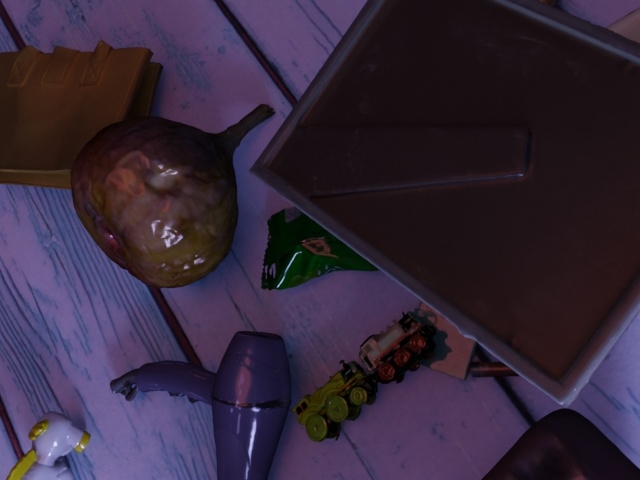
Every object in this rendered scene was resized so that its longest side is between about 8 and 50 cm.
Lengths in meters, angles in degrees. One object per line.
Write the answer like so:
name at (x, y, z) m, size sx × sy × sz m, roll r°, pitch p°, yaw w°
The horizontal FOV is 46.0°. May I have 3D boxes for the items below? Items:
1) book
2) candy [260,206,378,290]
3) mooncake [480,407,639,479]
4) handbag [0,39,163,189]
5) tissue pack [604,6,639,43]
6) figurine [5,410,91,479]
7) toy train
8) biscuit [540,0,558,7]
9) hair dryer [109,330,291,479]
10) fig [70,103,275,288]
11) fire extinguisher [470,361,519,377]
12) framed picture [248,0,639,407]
book at (0.180, 0.121, 1.084) m, size 0.103 × 0.017 × 0.135 m, roll 17°, pitch 86°, yaw 27°
candy at (-0.001, 0.000, 1.168) m, size 0.203 × 0.078 × 0.141 m, roll -15°, pitch 72°, yaw 16°
mooncake at (0.233, 0.343, 0.848) m, size 0.326 × 0.334 × 0.174 m, roll -28°, pitch 62°, yaw -27°
handbag at (-0.497, -0.238, 1.435) m, size 0.401 × 0.133 × 0.283 m, roll 4°, pitch 75°, yaw 26°
tissue pack at (0.358, -0.088, 0.875) m, size 0.405 × 0.332 × 0.205 m, roll -30°, pitch 63°, yaw 17°
figurine at (-0.470, 0.378, 1.270) m, size 0.109 × 0.129 × 0.178 m, roll 19°, pitch 86°, yaw 24°
toy train at (0.065, 0.197, 1.090) m, size 0.250 × 0.053 × 0.085 m, roll -44°, pitch 63°, yaw 17°
biscuit at (0.327, -0.443, 1.135) m, size 0.141 × 0.038 × 0.289 m, roll 1°, pitch 78°, yaw 25°
hair dryer at (-0.207, 0.277, 1.205) m, size 0.361 × 0.121 × 0.301 m, roll 7°, pitch 90°, yaw 36°
fig at (-0.206, -0.103, 1.237) m, size 0.369 × 0.286 × 0.286 m, roll -36°, pitch 61°, yaw -21°
fire extinguisher at (0.250, 0.174, 1.037) m, size 0.083 × 0.022 × 0.028 m, roll -7°, pitch 45°, yaw 24°
framed picture at (0.160, -0.095, 0.772) m, size 0.446 × 0.028 × 0.326 m, roll 38°, pitch 94°, yaw 32°
